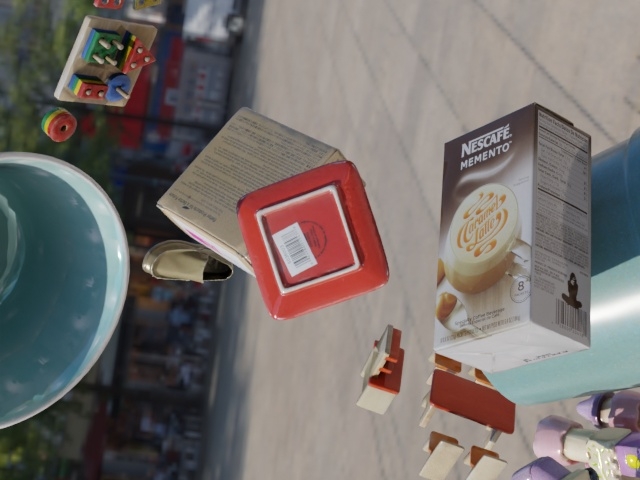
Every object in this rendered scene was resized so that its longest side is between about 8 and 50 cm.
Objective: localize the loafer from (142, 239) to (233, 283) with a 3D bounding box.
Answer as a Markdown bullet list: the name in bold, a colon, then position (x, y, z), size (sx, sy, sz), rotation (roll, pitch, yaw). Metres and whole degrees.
- **loafer**: position (-0.189, 0.033, 1.875), size (0.050, 0.148, 0.056), rotation (39, 124, 48)

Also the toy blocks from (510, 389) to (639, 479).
- **toy blocks**: position (0.321, 0.358, 1.619), size (0.260, 0.309, 0.288), rotation (0, 105, 49)

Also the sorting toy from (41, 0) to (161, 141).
- **sorting toy**: position (-0.298, -0.259, 1.855), size (0.046, 0.132, 0.274), rotation (40, 114, 31)

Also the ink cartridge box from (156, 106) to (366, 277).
- **ink cartridge box**: position (-0.083, -0.062, 1.741), size (0.193, 0.088, 0.235), rotation (-50, 41, -9)

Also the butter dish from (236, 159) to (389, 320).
- **butter dish**: position (0.000, 0.000, 1.542), size (0.118, 0.160, 0.160), rotation (0, -108, -76)

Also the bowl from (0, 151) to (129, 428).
- **bowl**: position (-0.379, 0.032, 1.376), size (0.163, 0.311, 0.311), rotation (28, 114, 44)

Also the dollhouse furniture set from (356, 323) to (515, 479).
- **dollhouse furniture set**: position (0.201, 0.247, 2.097), size (0.262, 0.259, 0.135), rotation (-79, 12, -49)

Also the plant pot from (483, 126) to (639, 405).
- **plant pot**: position (0.357, 0.038, 1.526), size (0.334, 0.341, 0.341), rotation (-22, 48, 31)

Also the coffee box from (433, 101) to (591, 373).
- **coffee box**: position (0.203, 0.000, 1.347), size (0.141, 0.098, 0.246), rotation (-23, 54, 46)
